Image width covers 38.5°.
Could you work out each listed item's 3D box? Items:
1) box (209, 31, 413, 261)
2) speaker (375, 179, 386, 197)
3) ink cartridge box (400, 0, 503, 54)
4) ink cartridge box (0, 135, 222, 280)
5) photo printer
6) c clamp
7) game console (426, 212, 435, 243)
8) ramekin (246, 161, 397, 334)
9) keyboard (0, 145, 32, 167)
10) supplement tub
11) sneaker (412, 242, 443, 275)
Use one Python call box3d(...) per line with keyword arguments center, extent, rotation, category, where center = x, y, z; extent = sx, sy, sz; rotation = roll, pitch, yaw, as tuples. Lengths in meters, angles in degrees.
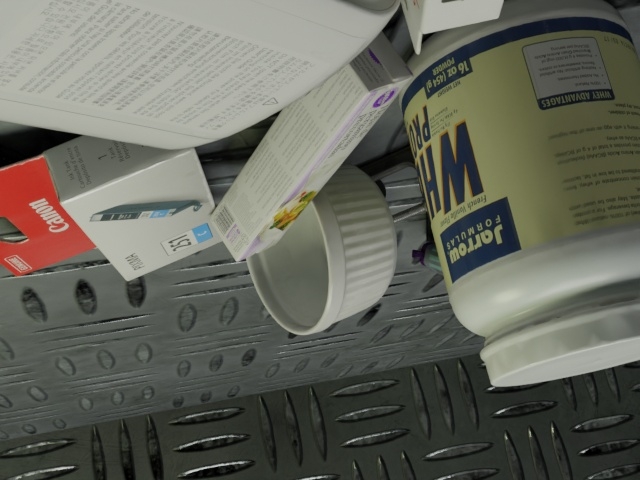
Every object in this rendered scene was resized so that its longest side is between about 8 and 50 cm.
box3d(center=(-0.021, -0.085, 0.924), extent=(0.063, 0.067, 0.324), rotation=(-26, 166, -37), category="box")
box3d(center=(0.058, -0.042, 1.236), extent=(0.055, 0.055, 0.136), rotation=(-11, 163, -4), category="speaker")
box3d(center=(0.086, -0.214, 0.612), extent=(0.060, 0.104, 0.180), rotation=(-13, 164, -2), category="ink cartridge box")
box3d(center=(-0.247, -0.021, 0.999), extent=(0.261, 0.066, 0.296), rotation=(-22, 164, -6), category="ink cartridge box")
box3d(center=(-0.113, -0.161, 0.637), extent=(0.256, 0.107, 0.307), rotation=(-26, 159, 39), category="photo printer")
box3d(center=(0.090, -0.046, 1.113), extent=(0.160, 0.137, 0.022), rotation=(-17, 158, 34), category="c clamp")
box3d(center=(0.323, -0.069, 1.332), extent=(0.342, 0.060, 0.386), rotation=(-13, 163, 3), category="game console")
box3d(center=(0.000, 0.000, 1.092), extent=(0.109, 0.207, 0.207), rotation=(-13, 166, -31), category="ramekin")
box3d(center=(-0.375, -0.042, 0.961), extent=(0.192, 0.038, 0.100), rotation=(-18, 162, 22), category="keyboard")
box3d(center=(0.219, -0.042, 0.879), extent=(0.235, 0.325, 0.235), rotation=(-11, 163, -3), category="supplement tub")
box3d(center=(0.241, 0.027, 1.466), extent=(0.098, 0.083, 0.223), rotation=(18, -175, 39), category="sneaker")
